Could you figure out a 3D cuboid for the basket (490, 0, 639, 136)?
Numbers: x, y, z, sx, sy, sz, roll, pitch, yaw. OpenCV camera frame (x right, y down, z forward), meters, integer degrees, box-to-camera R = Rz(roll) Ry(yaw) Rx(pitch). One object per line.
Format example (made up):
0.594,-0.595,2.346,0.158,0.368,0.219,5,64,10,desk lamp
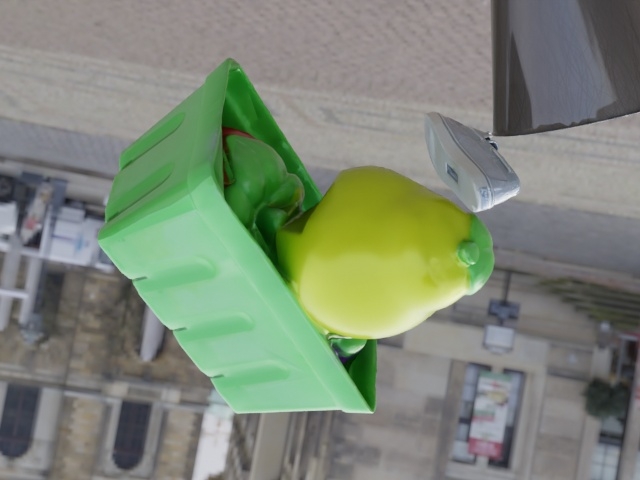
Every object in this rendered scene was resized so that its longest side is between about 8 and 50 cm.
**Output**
0.265,-0.245,1.218,0.205,0.226,0.154,-12,-169,7,basket

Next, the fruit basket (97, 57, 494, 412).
0.000,0.000,1.187,0.392,0.392,0.282,10,-142,-7,fruit basket

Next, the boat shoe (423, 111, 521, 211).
0.210,-0.115,1.558,0.081,0.079,0.227,-14,-144,-10,boat shoe
